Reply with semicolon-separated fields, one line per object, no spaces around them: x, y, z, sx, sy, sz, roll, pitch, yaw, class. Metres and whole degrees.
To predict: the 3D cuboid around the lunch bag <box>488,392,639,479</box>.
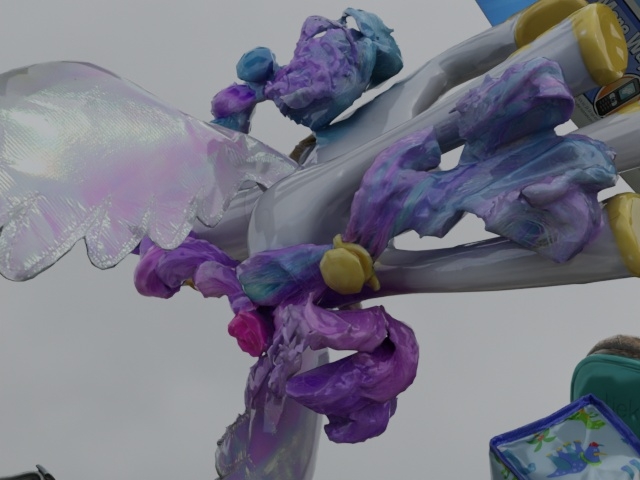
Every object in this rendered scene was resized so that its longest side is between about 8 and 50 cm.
0.163;0.190;1.091;0.096;0.151;0.129;-24;-44;-21;lunch bag

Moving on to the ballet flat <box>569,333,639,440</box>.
0.281;0.114;1.097;0.106;0.108;0.316;0;15;-34;ballet flat

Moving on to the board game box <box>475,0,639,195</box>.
0.285;-0.160;1.170;0.302;0.086;0.308;-37;-43;12;board game box

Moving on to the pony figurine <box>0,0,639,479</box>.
0.000;0.000;0.975;0.363;0.303;0.351;-18;14;27;pony figurine

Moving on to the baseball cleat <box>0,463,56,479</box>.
-0.248;0.230;1.241;0.072;0.206;0.109;24;-29;36;baseball cleat
